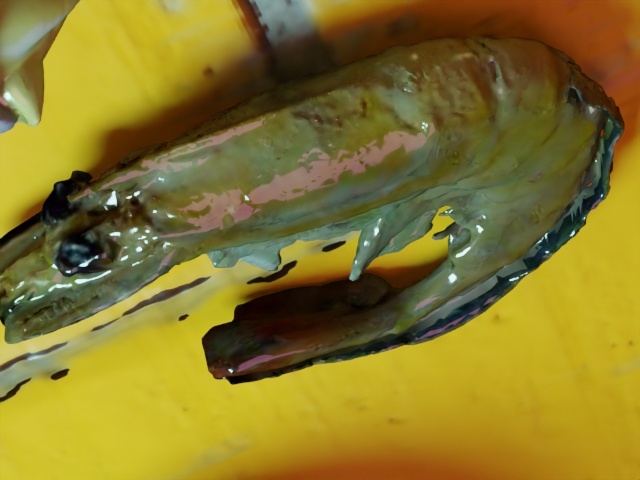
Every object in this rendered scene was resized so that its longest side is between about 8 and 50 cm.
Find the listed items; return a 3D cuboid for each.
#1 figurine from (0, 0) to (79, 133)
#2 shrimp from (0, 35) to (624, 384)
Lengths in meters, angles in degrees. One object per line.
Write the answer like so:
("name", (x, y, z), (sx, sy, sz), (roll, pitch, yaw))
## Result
("figurine", (-0.104, -0.116, 0.566), (0.208, 0.128, 0.184), (-21, 137, -7))
("shrimp", (0.000, -0.001, 0.760), (0.253, 0.058, 0.173), (-22, 143, -2))
